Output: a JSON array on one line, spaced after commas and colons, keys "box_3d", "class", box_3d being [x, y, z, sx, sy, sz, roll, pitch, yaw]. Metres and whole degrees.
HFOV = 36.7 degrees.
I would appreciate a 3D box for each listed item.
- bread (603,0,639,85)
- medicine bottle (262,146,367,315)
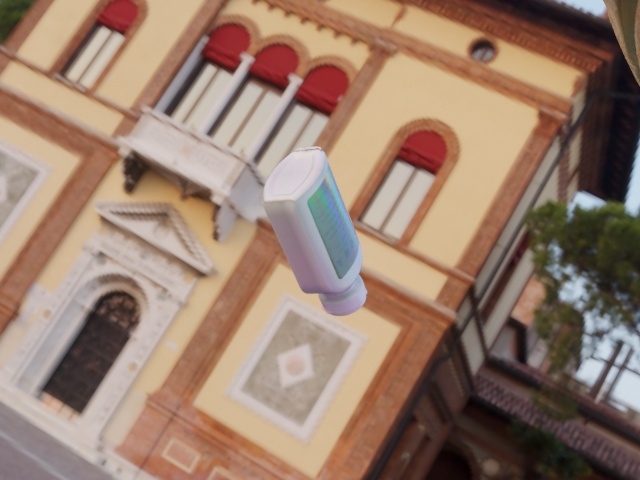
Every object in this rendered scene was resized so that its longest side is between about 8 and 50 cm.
[{"box_3d": [0.348, -0.230, 0.817, 0.210, 0.342, 0.301, 2, -32, -6], "class": "bread"}, {"box_3d": [0.000, 0.000, 1.242, 0.078, 0.115, 0.219, -3, -52, 25], "class": "medicine bottle"}]
